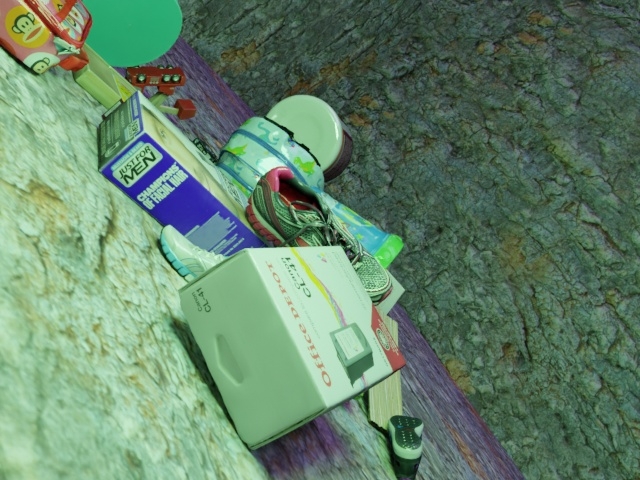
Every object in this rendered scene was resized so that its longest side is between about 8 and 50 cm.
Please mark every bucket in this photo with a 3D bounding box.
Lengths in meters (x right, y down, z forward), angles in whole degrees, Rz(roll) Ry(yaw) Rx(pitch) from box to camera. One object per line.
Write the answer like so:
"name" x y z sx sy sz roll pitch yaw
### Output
"bucket" -0.449 -0.539 1.474 0.281 0.281 0.183 38 26 -61

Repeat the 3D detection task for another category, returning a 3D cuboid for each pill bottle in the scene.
"pill bottle" -0.024 -0.281 1.928 0.224 0.224 0.392 51 8 5

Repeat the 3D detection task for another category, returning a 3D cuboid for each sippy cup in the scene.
"sippy cup" 0.009 0.020 1.325 0.224 0.240 0.305 42 -11 2

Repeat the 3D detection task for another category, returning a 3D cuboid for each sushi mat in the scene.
"sushi mat" 0.144 0.284 1.475 0.151 0.019 0.317 43 35 -39

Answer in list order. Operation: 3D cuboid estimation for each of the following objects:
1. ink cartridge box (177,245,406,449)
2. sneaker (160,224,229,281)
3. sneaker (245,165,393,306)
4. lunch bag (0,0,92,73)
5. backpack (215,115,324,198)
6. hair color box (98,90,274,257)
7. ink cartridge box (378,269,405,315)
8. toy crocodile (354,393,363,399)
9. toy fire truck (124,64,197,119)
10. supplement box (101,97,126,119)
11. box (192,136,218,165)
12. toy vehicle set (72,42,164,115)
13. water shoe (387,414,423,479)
"ink cartridge box" -0.025 0.130 0.929 0.226 0.131 0.306 62 20 12
"sneaker" -0.168 0.041 1.027 0.191 0.083 0.071 49 9 -4
"sneaker" 0.000 0.000 1.126 0.299 0.121 0.112 39 -38 3
"lunch bag" -0.495 -0.399 1.129 0.258 0.120 0.293 51 7 -31
"backpack" -0.122 -0.134 1.516 0.290 0.273 0.355 45 -28 0
"hair color box" -0.233 -0.087 1.176 0.339 0.110 0.185 44 11 -35
"ink cartridge box" 0.052 0.095 1.611 0.233 0.168 0.171 46 -11 -32
"toy crocodile" -0.020 0.182 1.180 0.340 0.105 0.115 44 49 -37
"toy fire truck" -0.390 -0.361 1.621 0.192 0.135 0.047 -10 51 -35
"supplement box" -0.364 -0.224 1.257 0.043 0.055 0.083 54 7 26
"box" -0.310 -0.240 1.819 0.083 0.018 0.067 53 8 21
"toy vehicle set" -0.414 -0.297 1.392 0.267 0.035 0.166 44 10 -45
"water shoe" 0.164 0.407 1.312 0.072 0.080 0.203 7 4 9
